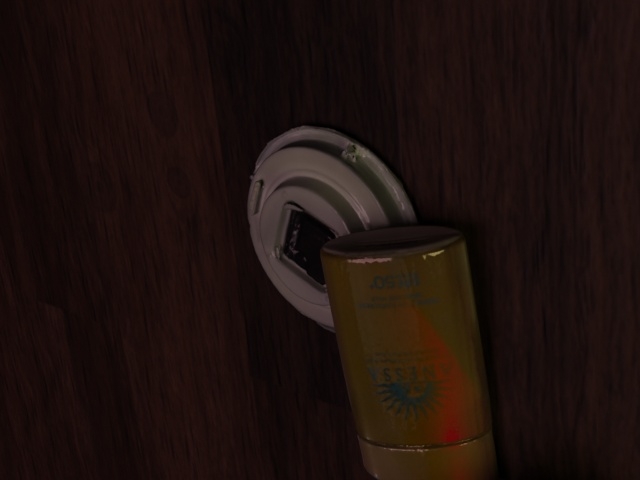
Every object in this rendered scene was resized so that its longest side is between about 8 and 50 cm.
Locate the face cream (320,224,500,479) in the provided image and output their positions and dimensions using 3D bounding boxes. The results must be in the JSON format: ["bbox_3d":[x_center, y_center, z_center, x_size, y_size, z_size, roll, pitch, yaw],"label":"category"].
[{"bbox_3d":[0.091,0.127,1.062,0.139,0.067,0.285,-5,114,16],"label":"face cream"}]

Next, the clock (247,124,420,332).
[{"bbox_3d":[0.000,0.000,1.121,0.236,0.053,0.236,20,122,36],"label":"clock"}]
